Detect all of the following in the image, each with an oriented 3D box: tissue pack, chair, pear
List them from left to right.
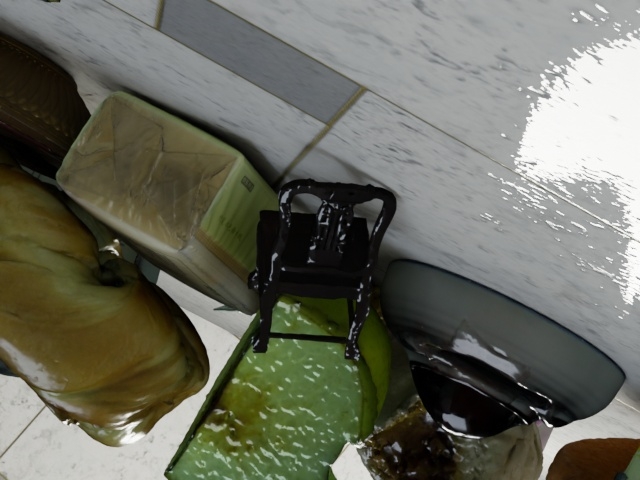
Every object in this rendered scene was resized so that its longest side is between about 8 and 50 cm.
[{"bbox_3d":[-0.129,-0.032,1.411,0.159,0.125,0.234,29,171,22],"label":"tissue pack"},{"bbox_3d":[-0.025,0.153,1.555,0.159,0.292,0.292,30,171,-5],"label":"pear"},{"bbox_3d":[0.000,0.000,1.298,0.106,0.113,0.229,4,133,-9],"label":"chair"}]

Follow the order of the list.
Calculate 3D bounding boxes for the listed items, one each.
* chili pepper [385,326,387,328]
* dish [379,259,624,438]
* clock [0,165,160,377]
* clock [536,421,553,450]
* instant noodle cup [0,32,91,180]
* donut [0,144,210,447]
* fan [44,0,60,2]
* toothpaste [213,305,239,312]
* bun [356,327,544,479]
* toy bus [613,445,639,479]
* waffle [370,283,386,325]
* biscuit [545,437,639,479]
[{"bbox_3d":[0.091,0.121,1.878,0.182,0.050,0.073,31,178,0],"label":"chili pepper"},{"bbox_3d":[0.166,0.141,1.497,0.273,0.133,0.273,26,170,5],"label":"dish"},{"bbox_3d":[-0.351,0.018,1.798,0.313,0.312,0.061,24,165,22],"label":"clock"},{"bbox_3d":[0.207,0.226,1.930,0.197,0.063,0.150,23,-171,20],"label":"clock"},{"bbox_3d":[-0.319,-0.147,1.443,0.274,0.090,0.274,27,172,4],"label":"instant noodle cup"},{"bbox_3d":[-0.266,0.049,1.451,0.360,0.170,0.360,45,174,6],"label":"donut"},{"bbox_3d":[-0.351,-0.267,1.110,0.335,0.011,0.229,30,171,-13],"label":"fan"},{"bbox_3d":[-0.077,0.089,2.044,0.048,0.029,0.197,1,-176,34],"label":"toothpaste"},{"bbox_3d":[0.150,0.214,1.721,0.281,0.205,0.281,58,-172,-13],"label":"bun"},{"bbox_3d":[0.407,0.249,1.275,0.276,0.164,0.133,24,156,21],"label":"toy bus"},{"bbox_3d":[-0.016,0.039,1.724,0.229,0.051,0.231,30,170,-11],"label":"waffle"},{"bbox_3d":[0.416,0.328,1.500,0.350,0.078,0.455,18,-165,-11],"label":"biscuit"}]
